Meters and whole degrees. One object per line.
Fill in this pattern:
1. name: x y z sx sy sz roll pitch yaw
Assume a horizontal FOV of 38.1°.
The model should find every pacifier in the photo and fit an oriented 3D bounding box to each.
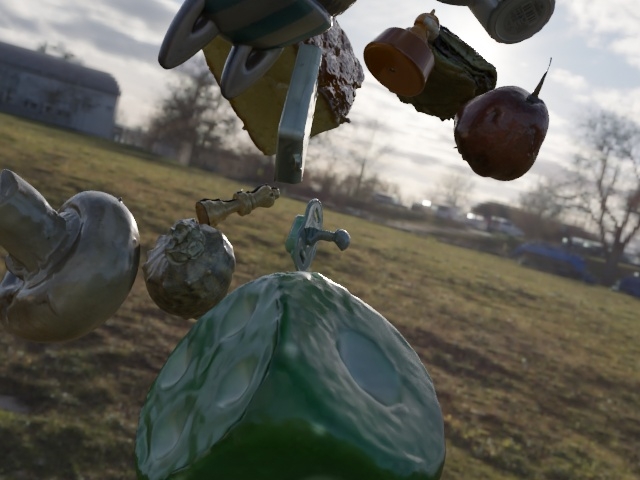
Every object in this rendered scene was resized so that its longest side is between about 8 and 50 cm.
1. pacifier: 0.000 0.000 1.742 0.117 0.150 0.126 9 -40 15

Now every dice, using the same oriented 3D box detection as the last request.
1. dice: -0.040 0.240 1.169 0.287 0.300 0.297 38 27 -26

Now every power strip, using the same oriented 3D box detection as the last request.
1. power strip: -0.025 -0.151 1.091 0.035 0.192 0.081 7 -43 2

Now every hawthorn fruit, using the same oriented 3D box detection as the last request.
1. hawthorn fruit: 0.287 -0.165 1.400 0.189 0.149 0.149 -24 -23 38

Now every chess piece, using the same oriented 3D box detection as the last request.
1. chess piece: -0.158 -0.072 1.830 0.172 0.060 0.060 -20 18 -27

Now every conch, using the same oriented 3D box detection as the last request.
1. conch: -0.259 0.070 1.759 0.159 0.291 0.210 -22 47 -29

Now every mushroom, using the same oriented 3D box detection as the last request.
1. mushroom: -0.465 0.019 1.561 0.290 0.292 0.292 42 -15 -31

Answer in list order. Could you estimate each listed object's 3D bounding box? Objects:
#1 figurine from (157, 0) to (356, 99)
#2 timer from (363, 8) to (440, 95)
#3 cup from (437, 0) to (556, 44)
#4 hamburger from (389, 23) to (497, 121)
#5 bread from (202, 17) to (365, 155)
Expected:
1. figurine: -0.113 -0.389 1.174 0.361 0.377 0.266 32 -18 13
2. timer: 0.172 -0.364 1.710 0.132 0.152 0.132 32 -21 14
3. cup: 0.344 -0.502 1.882 0.221 0.202 0.167 -28 -35 9
4. hamburger: 0.247 -0.344 1.881 0.206 0.130 0.183 30 -35 -14
5. bread: -0.072 -0.357 1.835 0.207 0.279 0.279 -19 28 26
